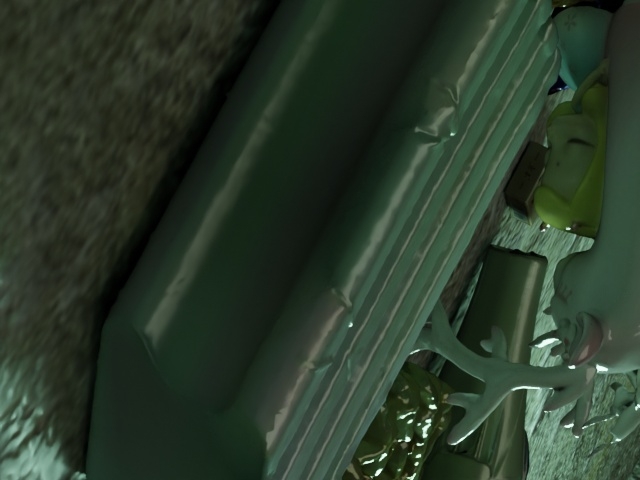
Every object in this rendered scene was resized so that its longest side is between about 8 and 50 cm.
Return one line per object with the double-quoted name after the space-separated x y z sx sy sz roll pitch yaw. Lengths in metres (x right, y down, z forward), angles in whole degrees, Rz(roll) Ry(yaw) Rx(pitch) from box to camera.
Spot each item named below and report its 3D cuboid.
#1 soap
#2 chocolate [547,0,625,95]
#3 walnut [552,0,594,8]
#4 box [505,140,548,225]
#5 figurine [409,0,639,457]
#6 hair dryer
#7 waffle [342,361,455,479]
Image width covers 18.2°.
0.000 0.000 1.058 0.347 0.115 0.208 -62 164 -7 "soap"
0.259 -0.252 1.545 0.343 0.126 0.148 -50 -162 -19 "chocolate"
0.165 -0.197 1.362 0.079 0.082 0.096 -40 179 30 "walnut"
0.186 -0.049 1.760 0.053 0.024 0.083 -62 163 -10 "box"
0.193 0.010 1.429 0.284 0.206 0.316 -7 -115 61 "figurine"
0.149 0.125 1.838 0.298 0.119 0.296 -69 174 -64 "hair dryer"
0.020 0.231 1.607 0.292 0.056 0.309 -65 166 4 "waffle"
